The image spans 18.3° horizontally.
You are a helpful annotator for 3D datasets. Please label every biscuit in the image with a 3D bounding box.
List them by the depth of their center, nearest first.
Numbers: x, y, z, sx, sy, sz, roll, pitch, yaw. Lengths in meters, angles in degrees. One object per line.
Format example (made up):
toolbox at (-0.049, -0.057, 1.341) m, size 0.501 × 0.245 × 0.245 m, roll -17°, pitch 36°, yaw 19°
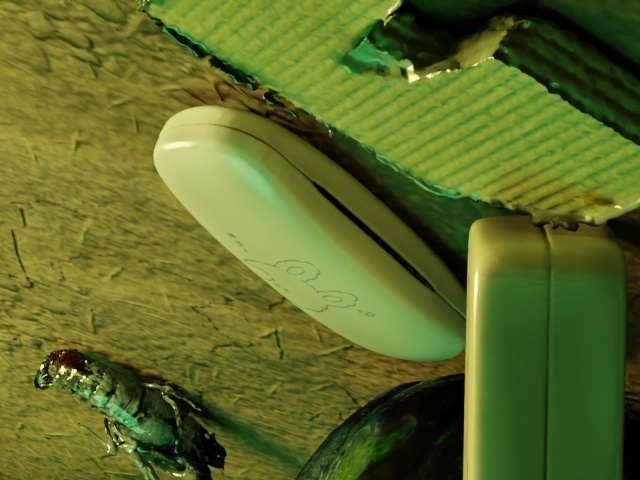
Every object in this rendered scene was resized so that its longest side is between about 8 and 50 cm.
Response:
biscuit at (0.045, -0.083, 0.931) m, size 0.250 × 0.046 × 0.147 m, roll 31°, pitch 155°, yaw -14°

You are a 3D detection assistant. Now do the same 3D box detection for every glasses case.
glasses case at (0.111, 0.160, 1.017) m, size 0.076 × 0.336 × 0.144 m, roll 1°, pitch -173°, yaw 4°
glasses case at (0.000, 0.000, 1.133) m, size 0.092 × 0.059 × 0.233 m, roll -4°, pitch 146°, yaw 44°

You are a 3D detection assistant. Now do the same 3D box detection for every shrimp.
shrimp at (-0.146, 0.145, 1.559) m, size 0.174 × 0.082 × 0.076 m, roll 35°, pitch 160°, yaw -7°

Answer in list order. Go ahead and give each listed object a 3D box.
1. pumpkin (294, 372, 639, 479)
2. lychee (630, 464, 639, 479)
pumpkin at (0.128, 0.253, 1.280) m, size 0.363 × 0.266 × 0.363 m, roll 25°, pitch 155°, yaw 13°
lychee at (0.270, 0.172, 1.006) m, size 0.236 × 0.271 × 0.236 m, roll -8°, pitch 139°, yaw -7°
